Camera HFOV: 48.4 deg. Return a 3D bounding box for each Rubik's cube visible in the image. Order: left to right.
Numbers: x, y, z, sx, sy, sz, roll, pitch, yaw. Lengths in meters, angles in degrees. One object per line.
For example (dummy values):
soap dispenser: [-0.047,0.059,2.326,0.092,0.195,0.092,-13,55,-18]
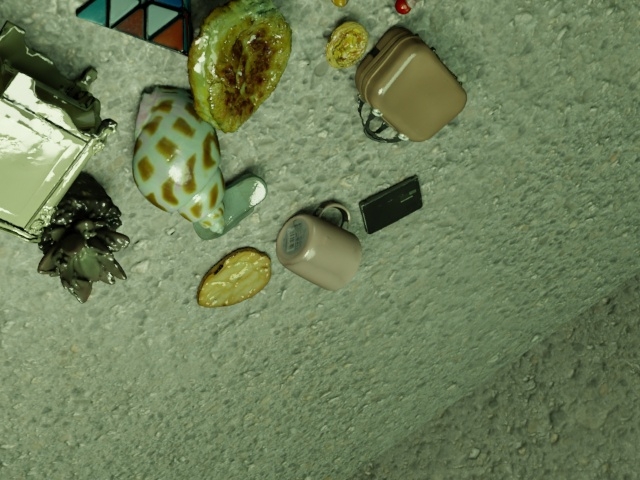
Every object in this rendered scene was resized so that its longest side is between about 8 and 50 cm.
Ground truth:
Rubik's cube: [-0.306,-0.524,1.523,0.250,0.284,0.234,2,109,-63]

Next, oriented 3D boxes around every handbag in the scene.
handbag: [0.219,-0.386,1.907,0.283,0.149,0.301,-46,138,11]

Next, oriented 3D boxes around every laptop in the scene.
laptop: [0.227,-0.109,2.253,0.207,0.026,0.154,-26,137,-8]

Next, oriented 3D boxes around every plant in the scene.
plant: [-0.563,-0.018,1.654,0.194,0.321,0.182,9,122,-38]

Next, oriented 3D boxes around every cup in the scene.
cup: [0.000,0.000,2.125,0.200,0.191,0.253,28,82,-40]

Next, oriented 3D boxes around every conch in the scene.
conch: [-0.331,-0.182,1.738,0.249,0.197,0.368,-41,143,-16]

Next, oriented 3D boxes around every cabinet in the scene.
cabinet: [-0.610,-0.222,1.463,0.227,0.290,0.318,29,108,-39]

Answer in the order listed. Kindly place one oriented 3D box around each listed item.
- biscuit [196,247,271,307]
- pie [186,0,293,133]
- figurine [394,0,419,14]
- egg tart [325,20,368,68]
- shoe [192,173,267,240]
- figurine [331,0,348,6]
biscuit: [-0.266,0.120,2.167,0.260,0.041,0.203,-34,141,2]
pie: [-0.183,-0.390,1.610,0.288,0.102,0.355,-55,161,-11]
figurine: [0.270,-0.674,1.693,0.287,0.176,0.186,-32,-178,23]
egg tart: [0.061,-0.492,1.787,0.128,0.049,0.129,-21,138,-21]
shoe: [-0.240,-0.095,1.952,0.251,0.103,0.100,-34,-177,20]
figurine: [0.013,-0.601,1.639,0.122,0.121,0.176,-12,152,20]
